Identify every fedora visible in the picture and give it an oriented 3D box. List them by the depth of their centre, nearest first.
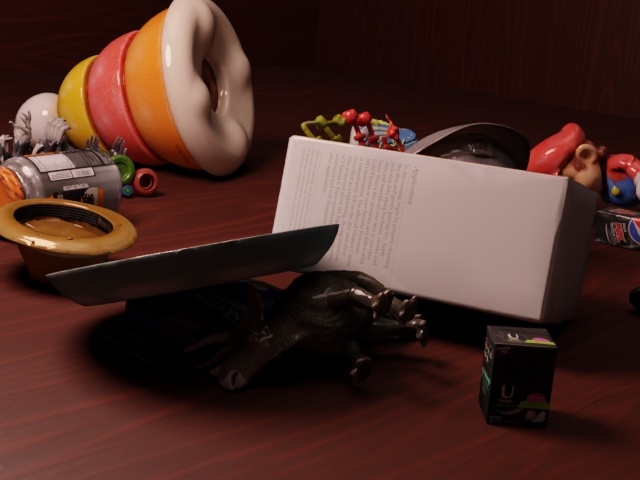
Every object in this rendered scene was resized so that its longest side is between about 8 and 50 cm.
[{"bbox_3d":[-0.332,0.007,1.327,0.194,0.079,0.194,9,18,-3],"label":"fedora"},{"bbox_3d":[0.212,-0.045,1.494,0.275,0.244,0.124,11,38,-40],"label":"fedora"}]

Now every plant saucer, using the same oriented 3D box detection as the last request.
[{"bbox_3d":[-0.132,0.029,1.118,0.317,0.043,0.317,-10,-1,0],"label":"plant saucer"}]

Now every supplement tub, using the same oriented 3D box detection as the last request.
[{"bbox_3d":[-0.398,-0.072,1.526,0.117,0.117,0.190,16,20,37],"label":"supplement tub"}]

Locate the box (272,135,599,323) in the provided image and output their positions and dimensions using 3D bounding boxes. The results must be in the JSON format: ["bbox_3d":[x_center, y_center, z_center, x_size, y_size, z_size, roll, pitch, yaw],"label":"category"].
[{"bbox_3d":[0.143,-0.014,1.283,0.345,0.168,0.215,11,2,24],"label":"box"}]

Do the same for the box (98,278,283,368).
[{"bbox_3d":[-0.121,0.089,1.169,0.225,0.036,0.136,-11,22,-42],"label":"box"}]

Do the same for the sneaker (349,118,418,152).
[{"bbox_3d":[0.147,-0.222,2.281,0.126,0.091,0.240,10,15,18],"label":"sneaker"}]

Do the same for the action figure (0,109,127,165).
[{"bbox_3d":[-0.476,-0.149,1.753,0.164,0.141,0.276,18,17,37],"label":"action figure"}]

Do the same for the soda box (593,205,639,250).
[{"bbox_3d":[0.535,-0.011,1.680,0.169,0.053,0.060,15,18,35],"label":"soda box"}]

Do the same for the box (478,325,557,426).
[{"bbox_3d":[0.190,0.131,1.004,0.062,0.083,0.052,4,15,-2],"label":"box"}]

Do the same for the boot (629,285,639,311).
[{"bbox_3d":[0.493,0.093,1.298,0.106,0.082,0.219,-25,29,-17],"label":"boot"}]

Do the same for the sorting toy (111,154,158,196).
[{"bbox_3d":[-0.330,-0.106,1.783,0.102,0.061,0.042,27,-11,-27],"label":"sorting toy"}]

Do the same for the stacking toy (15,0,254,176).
[{"bbox_3d":[-0.397,-0.271,2.034,0.480,0.350,0.350,-8,11,18],"label":"stacking toy"}]

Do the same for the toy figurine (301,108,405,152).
[{"bbox_3d":[0.159,-0.145,1.615,0.217,0.191,0.362,-19,-4,27],"label":"toy figurine"}]

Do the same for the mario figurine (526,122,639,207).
[{"bbox_3d":[0.505,-0.080,1.808,0.320,0.198,0.170,16,43,3],"label":"mario figurine"}]

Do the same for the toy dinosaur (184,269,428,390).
[{"bbox_3d":[0.020,0.072,1.111,0.160,0.121,0.313,21,25,31],"label":"toy dinosaur"}]
